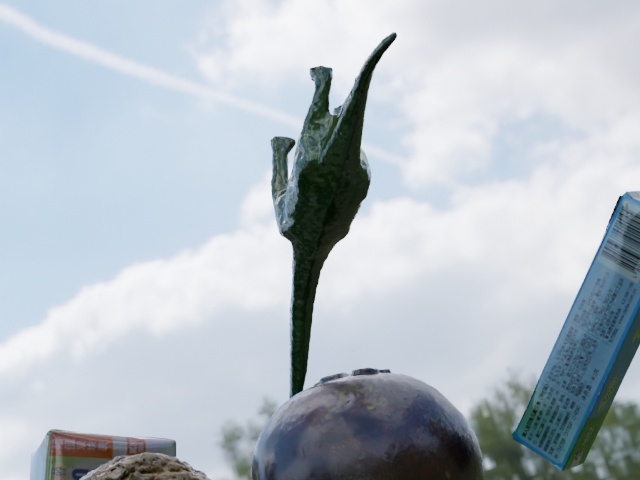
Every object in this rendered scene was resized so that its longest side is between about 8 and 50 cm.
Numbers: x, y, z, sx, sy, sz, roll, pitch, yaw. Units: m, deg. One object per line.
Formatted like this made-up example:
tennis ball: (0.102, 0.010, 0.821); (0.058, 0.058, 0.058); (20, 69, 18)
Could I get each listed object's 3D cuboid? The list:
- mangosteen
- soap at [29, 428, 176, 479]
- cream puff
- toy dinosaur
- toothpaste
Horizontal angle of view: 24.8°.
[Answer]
mangosteen: (0.052, 0.268, 1.423); (0.231, 0.289, 0.231); (-9, -1, 0)
soap: (-0.296, 0.365, 1.956); (0.182, 0.199, 0.138); (7, -21, -18)
cream puff: (-0.188, 0.341, 1.575); (0.183, 0.169, 0.183); (-3, -57, -4)
toy dinosaur: (0.000, 0.000, 1.463); (0.087, 0.300, 0.447); (6, -25, -11)
toothpaste: (0.264, 0.085, 1.368); (0.050, 0.065, 0.266); (-4, -60, -55)
